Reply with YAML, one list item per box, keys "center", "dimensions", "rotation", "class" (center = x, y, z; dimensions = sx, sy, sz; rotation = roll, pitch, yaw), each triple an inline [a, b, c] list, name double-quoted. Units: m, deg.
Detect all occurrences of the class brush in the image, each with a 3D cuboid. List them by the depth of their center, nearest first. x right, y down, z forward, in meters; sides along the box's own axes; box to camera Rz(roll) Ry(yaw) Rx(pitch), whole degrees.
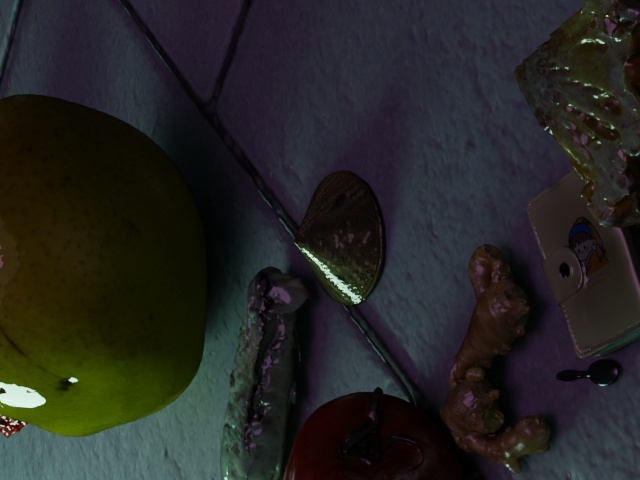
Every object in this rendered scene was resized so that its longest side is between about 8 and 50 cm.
- center: [0.240, 0.120, 1.612]
  dimensions: [0.083, 0.008, 0.024]
  rotation: [-14, 84, 56]
  class: "brush"

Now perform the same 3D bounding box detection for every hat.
- center: [0.000, 0.000, 1.897]
  dimensions: [0.146, 0.067, 0.146]
  rotation: [9, 101, 55]
  class: "hat"

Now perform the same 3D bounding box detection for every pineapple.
- center: [0.248, -0.124, 1.484]
  dimensions: [0.186, 0.114, 0.236]
  rotation: [38, 127, 47]
  class: "pineapple"

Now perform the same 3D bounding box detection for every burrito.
- center: [-0.068, 0.176, 2.020]
  dimensions: [0.096, 0.066, 0.309]
  rotation: [39, 124, 53]
  class: "burrito"

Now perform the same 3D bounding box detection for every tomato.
- center: [0.045, 0.239, 1.776]
  dimensions: [0.187, 0.187, 0.151]
  rotation: [58, 159, 34]
  class: "tomato"

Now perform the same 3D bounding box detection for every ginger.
- center: [0.157, 0.120, 1.696]
  dimensions: [0.176, 0.052, 0.193]
  rotation: [-48, 56, 40]
  class: "ginger"

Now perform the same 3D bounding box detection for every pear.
- center: [-0.306, 0.034, 2.100]
  dimensions: [0.362, 0.362, 0.418]
  rotation: [11, 133, 55]
  class: "pear"

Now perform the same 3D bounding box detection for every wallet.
- center: [0.243, 0.017, 1.570]
  dimensions: [0.110, 0.039, 0.155]
  rotation: [-37, 64, 48]
  class: "wallet"

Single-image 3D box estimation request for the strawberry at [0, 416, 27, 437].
- center: [-0.396, 0.141, 2.472]
  dimensions: [0.306, 0.138, 0.233]
  rotation: [96, 174, -61]
  class: "strawberry"
